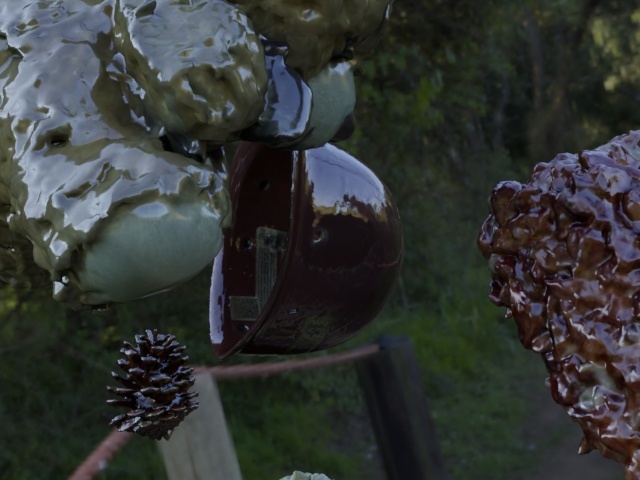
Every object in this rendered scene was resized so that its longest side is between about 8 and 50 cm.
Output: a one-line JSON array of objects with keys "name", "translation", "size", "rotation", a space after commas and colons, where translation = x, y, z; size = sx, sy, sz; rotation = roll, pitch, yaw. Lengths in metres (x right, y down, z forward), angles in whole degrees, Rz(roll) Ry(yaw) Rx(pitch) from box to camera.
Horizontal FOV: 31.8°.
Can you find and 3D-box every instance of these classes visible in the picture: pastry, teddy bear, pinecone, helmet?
[{"name": "pastry", "translation": [0.166, 0.041, 0.569], "size": [0.097, 0.208, 0.115], "rotation": [-6, -34, -40]}, {"name": "teddy bear", "translation": [-0.065, -0.089, 0.543], "size": [0.256, 0.156, 0.267], "rotation": [-34, 13, -22]}, {"name": "pinecone", "translation": [-0.169, 0.149, 1.156], "size": [0.102, 0.109, 0.102], "rotation": [10, -15, 3]}, {"name": "helmet", "translation": [0.000, 0.000, 0.695], "size": [0.106, 0.155, 0.175], "rotation": [9, -39, -15]}]

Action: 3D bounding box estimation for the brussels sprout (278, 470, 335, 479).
[{"name": "brussels sprout", "translation": [-0.047, 0.280, 0.966], "size": [0.183, 0.145, 0.131], "rotation": [-5, -4, -44]}]
